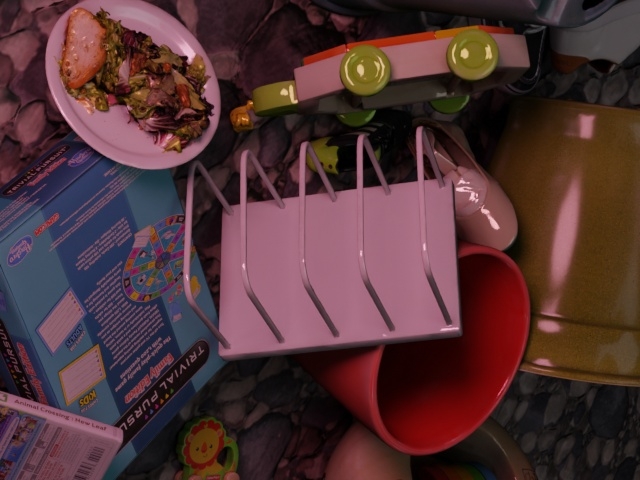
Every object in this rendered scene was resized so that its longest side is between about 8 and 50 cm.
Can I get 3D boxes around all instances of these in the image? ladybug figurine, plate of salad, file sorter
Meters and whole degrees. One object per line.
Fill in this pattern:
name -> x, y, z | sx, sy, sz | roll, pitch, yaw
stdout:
ladybug figurine -> 0.154, 0.368, 1.979 | 0.449, 0.162, 0.305 | 14, 56, -48
plate of salad -> -0.187, -0.169, 1.466 | 0.200, 0.048, 0.199 | 15, 61, -29
file sorter -> 0.000, 0.000, 1.559 | 0.173, 0.278, 0.192 | 59, 27, -59

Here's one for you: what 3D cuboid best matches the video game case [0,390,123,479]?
video game case -> -0.334, 0.248, 1.466 | 0.193, 0.023, 0.212 | 21, 118, -20

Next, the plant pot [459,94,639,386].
plant pot -> 0.352, -0.014, 1.944 | 0.366, 0.366, 0.353 | 1, 99, -45

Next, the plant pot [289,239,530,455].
plant pot -> 0.084, 0.100, 1.775 | 0.275, 0.243, 0.275 | -18, 119, -37

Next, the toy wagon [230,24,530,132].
toy wagon -> 0.063, -0.184, 1.643 | 0.344, 0.267, 0.068 | -8, 87, -2

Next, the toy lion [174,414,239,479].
toy lion -> -0.142, 0.267, 1.785 | 0.100, 0.034, 0.096 | 6, 95, -47

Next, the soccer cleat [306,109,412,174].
soccer cleat -> 0.061, -0.118, 1.787 | 0.179, 0.072, 0.060 | -24, 123, -37

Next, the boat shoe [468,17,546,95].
boat shoe -> 0.265, -0.317, 1.885 | 0.108, 0.102, 0.301 | -36, 131, -29

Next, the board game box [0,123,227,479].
board game box -> -0.238, 0.066, 1.522 | 0.254, 0.079, 0.336 | -45, 134, -39

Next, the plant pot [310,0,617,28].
plant pot -> 0.171, -0.390, 1.589 | 0.341, 0.334, 0.341 | -20, 121, -38

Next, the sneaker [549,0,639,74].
sneaker -> 0.438, -0.318, 2.075 | 0.290, 0.106, 0.123 | -20, 130, -30

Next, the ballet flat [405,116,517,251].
ballet flat -> 0.170, -0.078, 1.808 | 0.086, 0.248, 0.086 | -12, 131, -14
